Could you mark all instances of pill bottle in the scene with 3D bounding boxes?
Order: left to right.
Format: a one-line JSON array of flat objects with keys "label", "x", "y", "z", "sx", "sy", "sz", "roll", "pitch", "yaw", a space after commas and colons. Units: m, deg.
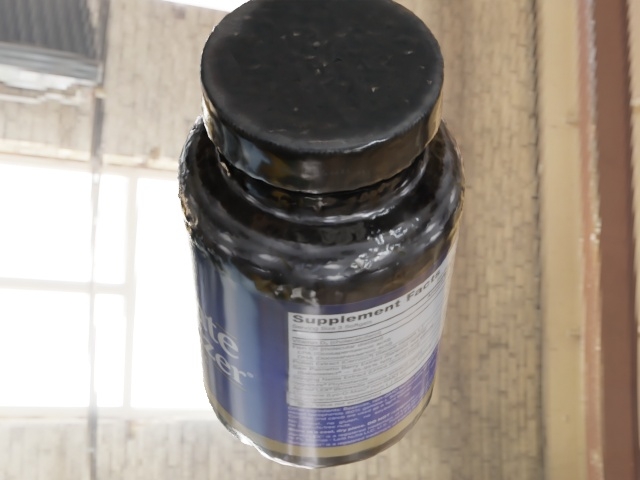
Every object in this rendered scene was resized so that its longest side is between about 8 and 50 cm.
[{"label": "pill bottle", "x": 0.000, "y": 0.000, "z": 0.528, "sx": 0.219, "sy": 0.123, "sz": 0.122, "roll": 90, "pitch": -15, "yaw": -51}]
